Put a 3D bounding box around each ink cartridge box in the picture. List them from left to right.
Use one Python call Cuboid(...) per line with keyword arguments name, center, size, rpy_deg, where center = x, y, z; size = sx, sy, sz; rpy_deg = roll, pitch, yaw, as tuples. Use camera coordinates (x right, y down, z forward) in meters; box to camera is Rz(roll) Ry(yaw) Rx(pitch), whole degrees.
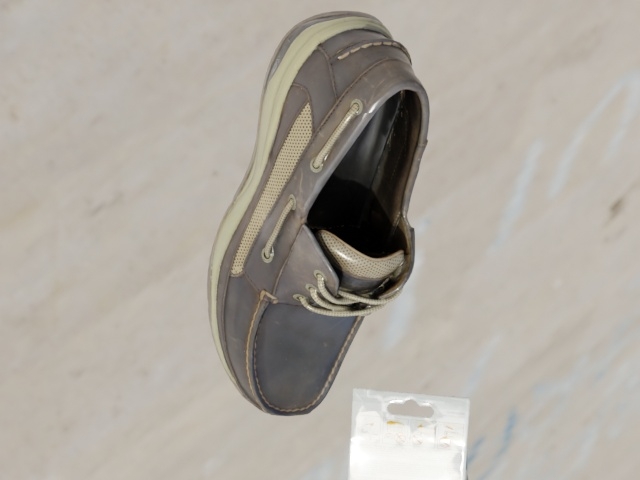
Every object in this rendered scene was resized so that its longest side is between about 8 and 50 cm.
Cuboid(name="ink cartridge box", center=(0.105, 0.263, 2.124), size=(0.045, 0.145, 0.179), rpy_deg=(-47, 140, -77))

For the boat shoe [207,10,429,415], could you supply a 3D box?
Cuboid(name="boat shoe", center=(0.000, 0.000, 1.398), size=(0.132, 0.130, 0.355), rpy_deg=(-6, 122, -28))
